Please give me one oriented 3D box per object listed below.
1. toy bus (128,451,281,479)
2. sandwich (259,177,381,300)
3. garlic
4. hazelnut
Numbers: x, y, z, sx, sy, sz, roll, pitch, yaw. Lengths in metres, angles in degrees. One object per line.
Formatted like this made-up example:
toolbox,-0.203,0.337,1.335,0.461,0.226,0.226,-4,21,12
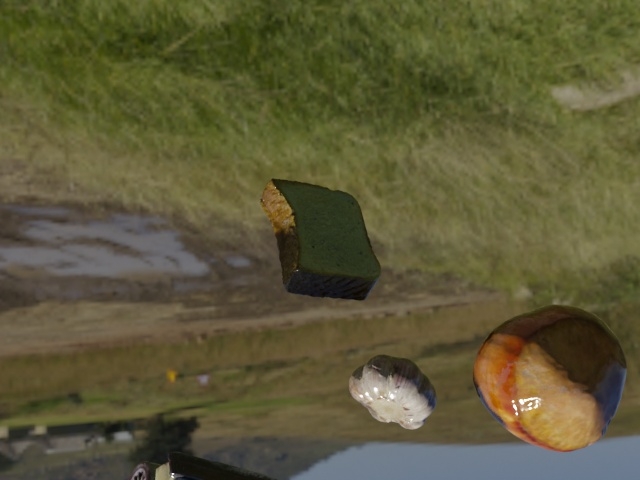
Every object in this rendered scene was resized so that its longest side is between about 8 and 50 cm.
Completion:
toy bus,-0.154,0.337,0.966,0.143,0.179,0.305,22,137,-29
sandwich,0.000,0.000,1.781,0.186,0.214,0.065,9,136,-28
garlic,0.132,0.264,1.860,0.159,0.102,0.147,26,141,-6
hazelnut,0.272,0.164,1.214,0.182,0.182,0.182,-5,171,-1
